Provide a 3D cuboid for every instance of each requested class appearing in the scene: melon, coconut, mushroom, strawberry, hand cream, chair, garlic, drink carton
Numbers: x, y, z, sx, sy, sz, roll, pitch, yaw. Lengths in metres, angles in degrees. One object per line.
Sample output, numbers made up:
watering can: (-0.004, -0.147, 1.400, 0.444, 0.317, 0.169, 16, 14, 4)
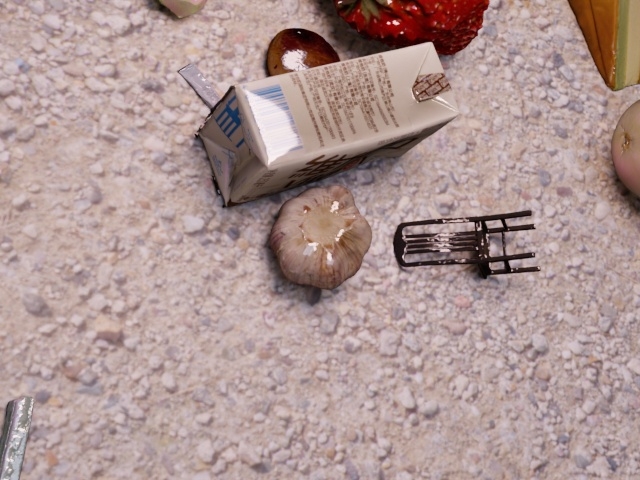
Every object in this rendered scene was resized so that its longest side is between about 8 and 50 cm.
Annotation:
melon: (0.635, -0.142, 1.681, 0.317, 0.223, 0.223, 6, 74, -22)
coconut: (-0.203, -0.374, 1.501, 0.081, 0.082, 0.083, -47, 52, -3)
mushroom: (-0.024, -0.273, 1.557, 0.123, 0.052, 0.123, 4, 78, -21)
strawberry: (0.141, -0.411, 1.544, 0.258, 0.261, 0.261, -9, 78, -44)
hand cream: (-0.172, -0.223, 1.506, 0.030, 0.019, 0.093, -37, 84, -24)
chair: (0.226, 0.010, 1.570, 0.213, 0.101, 0.084, -6, 73, 15)
garlic: (0.000, 0.000, 1.464, 0.147, 0.102, 0.159, 3, 62, -7)
drink carton: (0.008, -0.165, 1.459, 0.325, 0.194, 0.132, -18, 84, -25)

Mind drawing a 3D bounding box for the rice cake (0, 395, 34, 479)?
rice cake: (-0.391, 0.297, 1.264, 0.033, 0.033, 0.207, 16, 69, -28)

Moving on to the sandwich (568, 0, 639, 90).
sandwich: (0.515, -0.381, 1.818, 0.117, 0.144, 0.187, -19, 119, -25)
